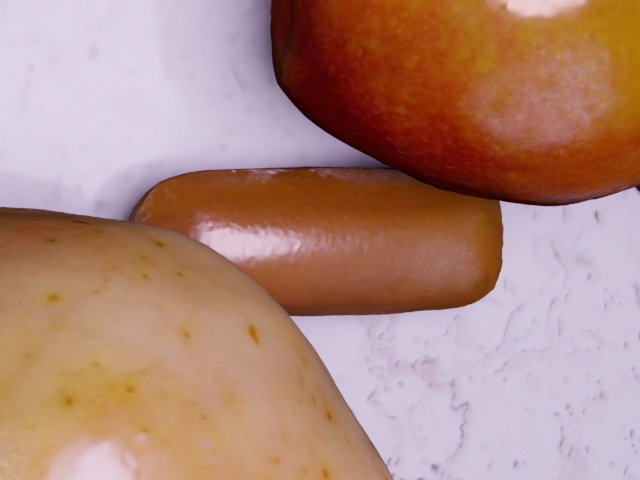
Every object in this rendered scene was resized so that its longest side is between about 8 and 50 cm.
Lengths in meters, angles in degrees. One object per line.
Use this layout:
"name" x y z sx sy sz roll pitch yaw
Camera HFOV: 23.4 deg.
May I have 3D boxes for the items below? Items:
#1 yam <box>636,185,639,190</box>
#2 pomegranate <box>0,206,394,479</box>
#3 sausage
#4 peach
"yam" 0.319 -0.058 1.199 0.127 0.084 0.084 -37 108 -16
"pomegranate" -0.157 0.173 0.900 0.411 0.411 0.411 -3 98 -21
"sausage" 0.000 0.001 1.071 0.274 0.105 0.105 -2 97 -21
"peach" 0.122 -0.167 0.999 0.332 0.308 0.308 -19 103 -13
